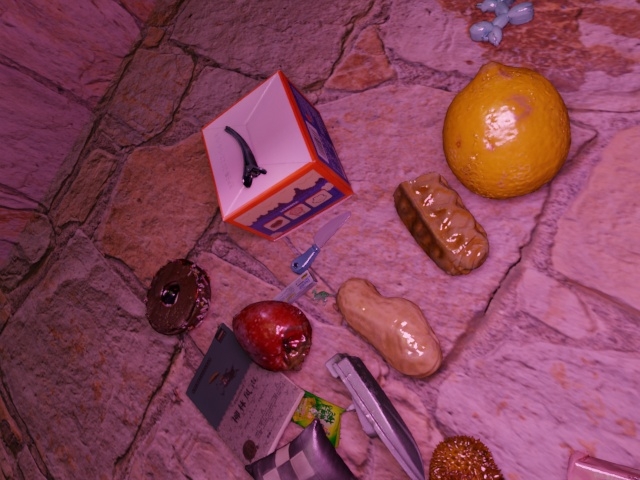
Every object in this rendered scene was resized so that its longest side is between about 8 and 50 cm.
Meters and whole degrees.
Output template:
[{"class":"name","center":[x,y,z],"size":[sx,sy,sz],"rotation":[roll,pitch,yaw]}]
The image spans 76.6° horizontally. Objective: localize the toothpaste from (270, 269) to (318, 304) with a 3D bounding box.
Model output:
[{"class":"toothpaste","center":[-0.082,0.155,1.192],"size":[0.164,0.034,0.046],"rotation":[-41,59,13]}]

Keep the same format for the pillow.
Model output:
[{"class":"pillow","center":[-0.049,0.575,0.995],"size":[0.250,0.106,0.186],"rotation":[-38,77,14]}]

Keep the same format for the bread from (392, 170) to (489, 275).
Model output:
[{"class":"bread","center":[0.295,-0.037,0.986],"size":[0.267,0.130,0.152],"rotation":[62,144,28]}]

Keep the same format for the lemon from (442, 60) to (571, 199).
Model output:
[{"class":"lemon","center":[0.401,-0.235,0.892],"size":[0.258,0.310,0.257],"rotation":[-18,29,11]}]

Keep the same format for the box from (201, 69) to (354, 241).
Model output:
[{"class":"box","center":[-0.129,-0.236,1.213],"size":[0.319,0.257,0.348],"rotation":[-31,63,20]}]

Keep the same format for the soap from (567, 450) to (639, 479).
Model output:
[{"class":"soap","center":[0.565,0.488,0.682],"size":[0.274,0.098,0.217],"rotation":[4,83,33]}]

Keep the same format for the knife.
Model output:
[{"class":"knife","center":[-0.002,-0.001,1.204],"size":[0.244,0.032,0.058],"rotation":[-50,49,2]}]

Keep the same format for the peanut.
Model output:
[{"class":"peanut","center":[0.164,0.196,0.986],"size":[0.319,0.148,0.147],"rotation":[39,95,38]}]

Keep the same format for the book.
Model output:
[{"class":"book","center":[-0.234,0.441,1.176],"size":[0.379,0.031,0.264],"rotation":[27,89,38]}]

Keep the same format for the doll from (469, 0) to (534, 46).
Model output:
[{"class":"doll","center":[0.482,-0.600,1.096],"size":[0.159,0.059,0.159],"rotation":[-19,67,22]}]

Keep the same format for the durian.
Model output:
[{"class":"durian","center":[0.294,0.480,0.824],"size":[0.168,0.137,0.158],"rotation":[-31,41,33]}]

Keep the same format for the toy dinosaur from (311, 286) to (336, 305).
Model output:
[{"class":"toy dinosaur","center":[0.007,0.151,1.153],"size":[0.083,0.021,0.062],"rotation":[-37,47,16]}]

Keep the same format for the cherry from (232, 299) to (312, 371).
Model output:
[{"class":"cherry","center":[-0.140,0.249,1.104],"size":[0.250,0.192,0.175],"rotation":[13,52,26]}]

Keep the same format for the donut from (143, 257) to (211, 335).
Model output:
[{"class":"donut","center":[-0.477,0.191,1.369],"size":[0.270,0.103,0.269],"rotation":[-9,69,25]}]

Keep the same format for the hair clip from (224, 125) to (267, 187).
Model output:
[{"class":"hair clip","center":[-0.209,-0.242,1.094],"size":[0.070,0.039,0.229],"rotation":[-37,56,15]}]

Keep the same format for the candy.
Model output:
[{"class":"candy","center":[-0.018,0.455,1.062],"size":[0.179,0.032,0.102],"rotation":[13,82,33]}]

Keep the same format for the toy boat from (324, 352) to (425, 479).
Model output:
[{"class":"toy boat","center":[0.128,0.403,0.931],"size":[0.092,0.141,0.319],"rotation":[-39,59,0]}]
